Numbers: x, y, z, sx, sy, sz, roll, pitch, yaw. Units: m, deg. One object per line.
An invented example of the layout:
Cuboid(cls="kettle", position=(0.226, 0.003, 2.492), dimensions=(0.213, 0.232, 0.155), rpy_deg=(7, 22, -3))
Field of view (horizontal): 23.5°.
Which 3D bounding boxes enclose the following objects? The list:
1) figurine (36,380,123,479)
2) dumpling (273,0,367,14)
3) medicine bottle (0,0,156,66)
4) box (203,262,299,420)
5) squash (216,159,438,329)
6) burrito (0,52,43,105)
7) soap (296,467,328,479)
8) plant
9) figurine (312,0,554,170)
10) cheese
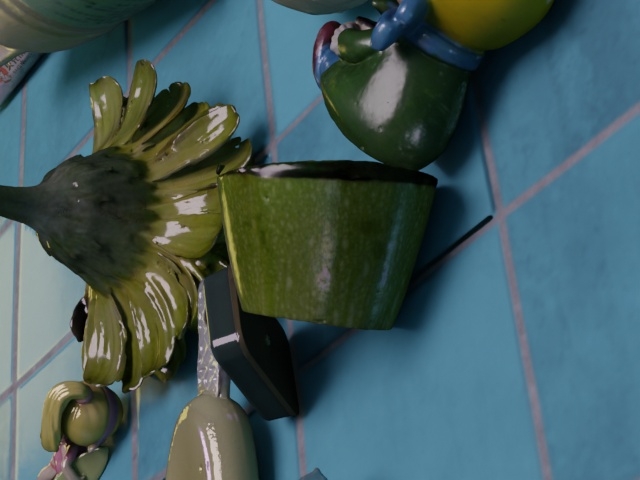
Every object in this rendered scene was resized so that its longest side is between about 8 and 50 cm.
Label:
Cuboid(cls="figurine", position=(-0.250, 0.205, 1.506), dimensions=(0.187, 0.083, 0.083), rpy_deg=(-59, 32, 34))
Cuboid(cls="dumpling", position=(-0.019, -0.281, 1.311), dimensions=(0.258, 0.193, 0.147), rpy_deg=(-7, 62, 58))
Cuboid(cls="medicine bottle", position=(-0.290, -0.336, 1.706), dimensions=(0.406, 0.236, 0.235), rpy_deg=(-18, 59, 51))
Cuboid(cls="box", position=(-0.055, 0.083, 1.230), dimensions=(0.031, 0.126, 0.091), rpy_deg=(-19, 52, 11))
Cuboid(cls="squash", position=(0.000, 0.000, 1.168), dimensions=(0.170, 0.170, 0.123), rpy_deg=(8, 92, 57))
Cuboid(cls="burrito", position=(-0.391, -0.242, 1.976), dimensions=(0.203, 0.064, 0.064), rpy_deg=(-41, 42, 40))
Cuboid(cls="soap", position=(-0.081, 0.281, 1.119), dimensions=(0.261, 0.150, 0.094), rpy_deg=(-45, 73, 32))
Cuboid(cls="plant", position=(-0.210, 0.003, 1.453), dimensions=(0.306, 0.297, 0.261), rpy_deg=(53, 149, 36))
Cuboid(cls="figurine", position=(0.089, -0.183, 1.177), dimensions=(0.185, 0.127, 0.234), rpy_deg=(-116, 44, -59))
Cuboid(cls="cheese", position=(-0.088, 0.146, 1.283), dimensions=(0.127, 0.050, 0.235), rpy_deg=(-12, 76, 62))
